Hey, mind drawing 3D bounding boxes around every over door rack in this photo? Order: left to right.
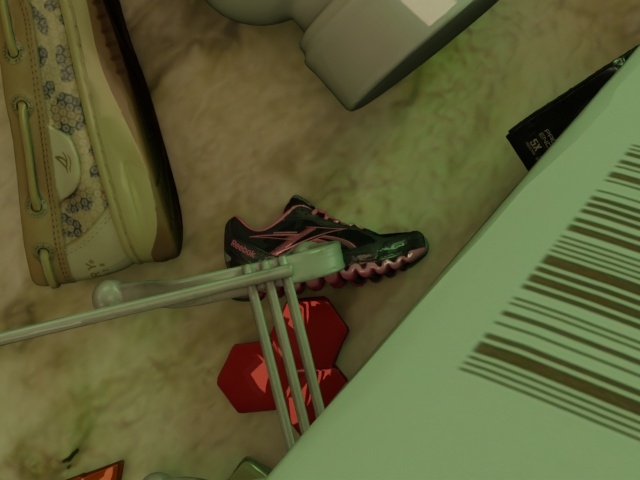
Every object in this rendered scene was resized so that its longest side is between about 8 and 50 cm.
[{"bbox_3d":[-0.123,0.146,0.659,0.324,0.108,0.239,-14,91,-11],"label":"over door rack"}]

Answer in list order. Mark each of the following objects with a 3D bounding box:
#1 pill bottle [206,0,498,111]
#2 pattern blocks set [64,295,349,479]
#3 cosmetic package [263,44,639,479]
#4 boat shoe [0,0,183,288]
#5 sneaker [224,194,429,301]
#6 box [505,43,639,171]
[{"bbox_3d":[-0.031,-0.220,0.661,0.169,0.169,0.301,-39,90,1],"label":"pill bottle"},{"bbox_3d":[-0.035,0.224,0.735,0.325,0.026,0.285,-43,89,1],"label":"pattern blocks set"},{"bbox_3d":[0.180,0.198,0.463,0.328,0.329,0.393,21,132,22],"label":"cosmetic package"},{"bbox_3d":[-0.154,-0.116,0.696,0.089,0.104,0.285,-17,92,2],"label":"boat shoe"},{"bbox_3d":[0.000,0.000,0.727,0.119,0.047,0.057,-8,79,0],"label":"sneaker"},{"bbox_3d":[0.202,-0.040,0.652,0.180,0.077,0.147,-32,89,-42],"label":"box"}]
